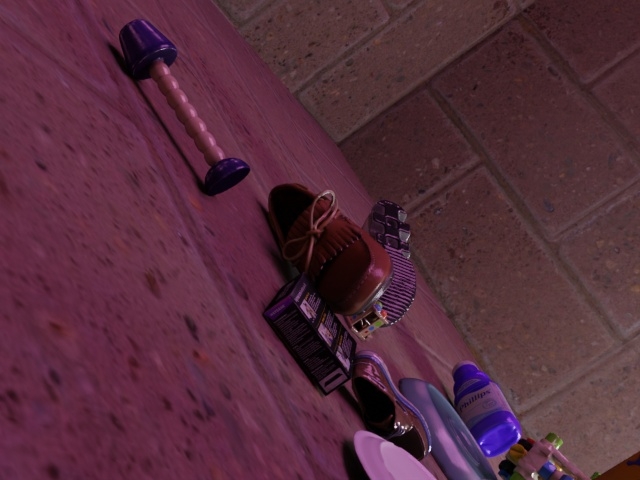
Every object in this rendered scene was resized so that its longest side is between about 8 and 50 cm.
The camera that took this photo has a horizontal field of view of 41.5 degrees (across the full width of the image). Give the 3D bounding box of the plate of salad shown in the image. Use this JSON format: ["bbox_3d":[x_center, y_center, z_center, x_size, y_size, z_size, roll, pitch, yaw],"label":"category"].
[{"bbox_3d":[0.106,0.308,1.003,0.200,0.048,0.200,42,9,-9],"label":"plate of salad"}]

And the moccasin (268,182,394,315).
[{"bbox_3d":[0.002,-0.002,1.327,0.147,0.139,0.380,40,10,-28],"label":"moccasin"}]

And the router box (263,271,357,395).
[{"bbox_3d":[-0.009,0.120,1.135,0.133,0.046,0.179,54,8,-3],"label":"router box"}]

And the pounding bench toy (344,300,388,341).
[{"bbox_3d":[0.090,0.141,1.526,0.083,0.065,0.052,47,12,-45],"label":"pounding bench toy"}]

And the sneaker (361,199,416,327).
[{"bbox_3d":[0.120,0.075,1.799,0.123,0.146,0.330,25,42,-14],"label":"sneaker"}]

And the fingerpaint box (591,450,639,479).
[{"bbox_3d":[0.287,0.398,0.590,0.163,0.371,0.444,48,10,-39],"label":"fingerpaint box"}]

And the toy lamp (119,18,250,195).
[{"bbox_3d":[-0.200,-0.195,1.207,0.274,0.080,0.080,58,9,8],"label":"toy lamp"}]

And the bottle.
[{"bbox_3d":[0.376,0.384,1.985,0.092,0.118,0.283,51,10,-23],"label":"bottle"}]

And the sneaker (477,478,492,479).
[{"bbox_3d":[0.319,0.474,1.308,0.269,0.101,0.153,27,29,-32],"label":"sneaker"}]

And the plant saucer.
[{"bbox_3d":[0.254,0.384,1.578,0.317,0.044,0.317,53,9,-13],"label":"plant saucer"}]

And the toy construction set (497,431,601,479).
[{"bbox_3d":[0.430,0.479,1.550,0.215,0.151,0.327,34,-34,37],"label":"toy construction set"}]

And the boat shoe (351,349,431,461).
[{"bbox_3d":[0.090,0.244,1.174,0.183,0.066,0.066,55,25,-11],"label":"boat shoe"}]
